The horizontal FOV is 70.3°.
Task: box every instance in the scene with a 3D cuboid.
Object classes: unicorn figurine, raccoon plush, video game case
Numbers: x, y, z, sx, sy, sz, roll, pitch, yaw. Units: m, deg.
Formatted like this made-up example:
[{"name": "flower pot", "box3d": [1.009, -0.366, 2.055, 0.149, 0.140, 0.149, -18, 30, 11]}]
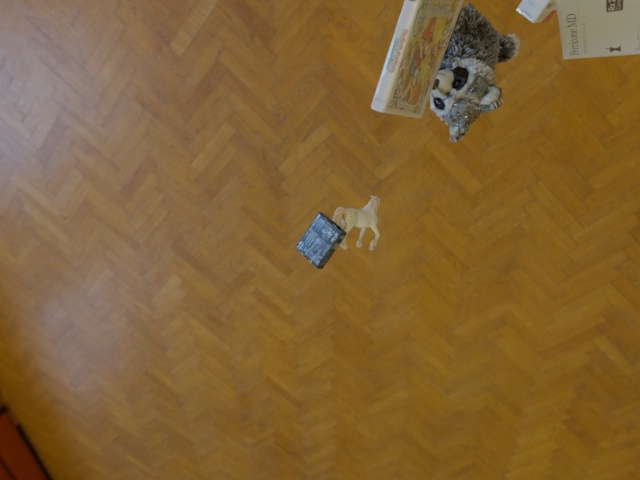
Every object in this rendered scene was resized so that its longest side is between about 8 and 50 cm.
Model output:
[{"name": "unicorn figurine", "box3d": [0.081, -0.038, 0.900, 0.060, 0.162, 0.111, 10, 96, 34]}, {"name": "raccoon plush", "box3d": [0.441, -0.436, 1.179, 0.446, 0.299, 0.216, -17, 159, -19]}, {"name": "video game case", "box3d": [0.152, -0.290, 0.678, 0.026, 0.227, 0.206, 24, 111, 19]}]

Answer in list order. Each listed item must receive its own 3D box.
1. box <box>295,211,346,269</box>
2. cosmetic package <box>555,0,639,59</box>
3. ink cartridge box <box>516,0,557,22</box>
[{"name": "box", "box3d": [0.000, 0.000, 0.833, 0.067, 0.018, 0.083, 42, 105, 30]}, {"name": "cosmetic package", "box3d": [0.462, -0.380, 0.666, 0.183, 0.151, 0.151, 9, 169, 34]}, {"name": "ink cartridge box", "box3d": [0.522, -0.569, 1.023, 0.056, 0.099, 0.135, 48, 137, 17]}]
